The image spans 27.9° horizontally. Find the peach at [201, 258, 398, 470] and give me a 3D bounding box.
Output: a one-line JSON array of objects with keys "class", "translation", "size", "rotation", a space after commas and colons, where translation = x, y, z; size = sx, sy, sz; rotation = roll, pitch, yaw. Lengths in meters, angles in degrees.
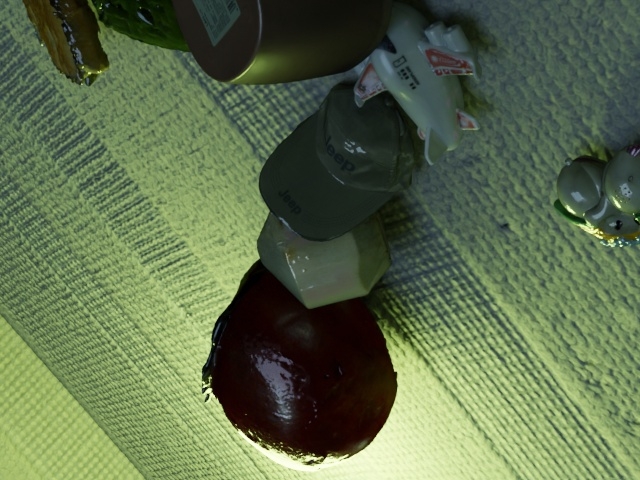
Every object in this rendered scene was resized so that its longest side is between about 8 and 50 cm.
[{"class": "peach", "translation": [-0.037, 0.218, 2.441], "size": [0.353, 0.339, 0.416], "rotation": [-17, 115, 44]}]

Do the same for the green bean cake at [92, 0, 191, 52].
[{"class": "green bean cake", "translation": [-0.275, -0.448, 2.114], "size": [0.247, 0.156, 0.250], "rotation": [22, 141, 31]}]

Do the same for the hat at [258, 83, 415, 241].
[{"class": "hat", "translation": [0.025, -0.131, 2.093], "size": [0.214, 0.244, 0.149], "rotation": [43, 160, 14]}]

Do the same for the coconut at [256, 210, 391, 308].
[{"class": "coconut", "translation": [0.001, 0.004, 2.230], "size": [0.241, 0.241, 0.241], "rotation": [27, 143, 23]}]

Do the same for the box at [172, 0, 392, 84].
[{"class": "box", "translation": [-0.066, -0.364, 1.860], "size": [0.301, 0.216, 0.301], "rotation": [29, 129, 45]}]

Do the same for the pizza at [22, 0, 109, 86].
[{"class": "pizza", "translation": [-0.474, -0.437, 2.280], "size": [0.392, 0.080, 0.435], "rotation": [54, 163, 39]}]

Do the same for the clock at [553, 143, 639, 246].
[{"class": "clock", "translation": [0.428, -0.068, 1.845], "size": [0.231, 0.103, 0.144], "rotation": [-13, 116, 49]}]

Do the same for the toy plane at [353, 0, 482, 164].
[{"class": "toy plane", "translation": [0.145, -0.244, 1.937], "size": [0.252, 0.118, 0.252], "rotation": [26, 140, 25]}]
